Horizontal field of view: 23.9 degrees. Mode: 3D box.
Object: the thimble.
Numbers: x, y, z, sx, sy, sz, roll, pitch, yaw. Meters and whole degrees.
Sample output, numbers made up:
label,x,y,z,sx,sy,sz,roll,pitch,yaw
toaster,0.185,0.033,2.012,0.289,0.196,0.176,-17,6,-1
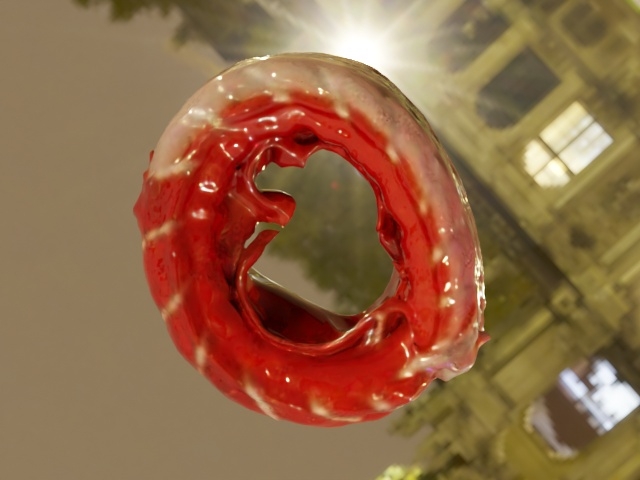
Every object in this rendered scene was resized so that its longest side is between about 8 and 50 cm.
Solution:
label,x,y,z,sx,sy,sz,roll,pitch,yaw
thimble,-0.006,-0.003,0.773,0.189,0.163,0.125,61,-174,-5
